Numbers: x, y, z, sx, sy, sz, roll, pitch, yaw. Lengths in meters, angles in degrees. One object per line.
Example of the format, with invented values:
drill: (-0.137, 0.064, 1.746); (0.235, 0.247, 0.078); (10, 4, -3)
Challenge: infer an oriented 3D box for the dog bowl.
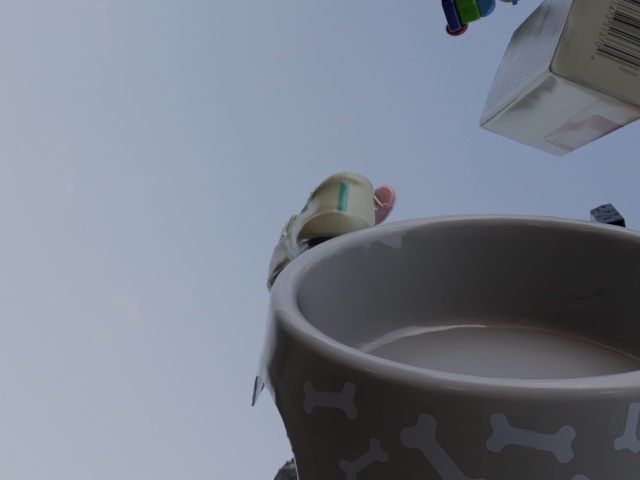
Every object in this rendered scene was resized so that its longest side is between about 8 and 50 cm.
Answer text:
dog bowl: (0.122, 0.071, 0.602); (0.349, 0.349, 0.102); (17, -63, 45)

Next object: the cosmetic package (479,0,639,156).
cosmetic package: (0.306, -0.209, 1.090); (0.296, 0.129, 0.153); (149, -39, -85)

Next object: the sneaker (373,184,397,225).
sneaker: (0.066, -0.045, 1.505); (0.134, 0.070, 0.051); (-42, -116, 9)

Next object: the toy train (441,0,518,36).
toy train: (0.279, -0.489, 1.665); (0.143, 0.248, 0.105); (-14, -47, 15)

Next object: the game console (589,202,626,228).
game console: (0.444, 0.085, 1.302); (0.044, 0.361, 0.213); (-11, -77, 11)

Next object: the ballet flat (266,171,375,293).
ballet flat: (0.000, 0.000, 0.847); (0.086, 0.086, 0.248); (67, -18, 10)

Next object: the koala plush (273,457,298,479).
koala plush: (-0.043, 0.306, 0.864); (0.221, 0.203, 0.196); (121, -26, -45)
